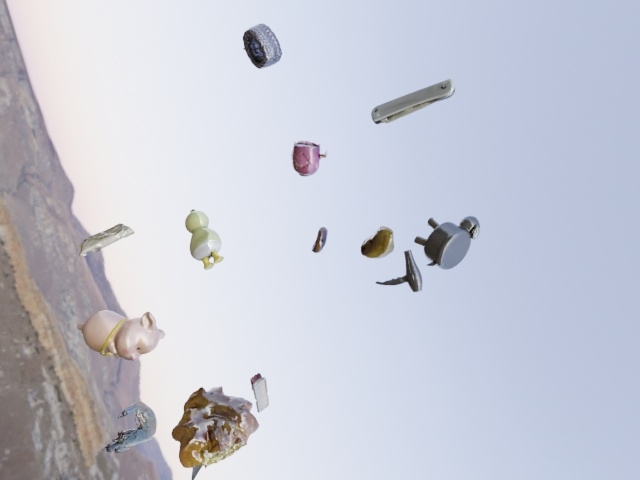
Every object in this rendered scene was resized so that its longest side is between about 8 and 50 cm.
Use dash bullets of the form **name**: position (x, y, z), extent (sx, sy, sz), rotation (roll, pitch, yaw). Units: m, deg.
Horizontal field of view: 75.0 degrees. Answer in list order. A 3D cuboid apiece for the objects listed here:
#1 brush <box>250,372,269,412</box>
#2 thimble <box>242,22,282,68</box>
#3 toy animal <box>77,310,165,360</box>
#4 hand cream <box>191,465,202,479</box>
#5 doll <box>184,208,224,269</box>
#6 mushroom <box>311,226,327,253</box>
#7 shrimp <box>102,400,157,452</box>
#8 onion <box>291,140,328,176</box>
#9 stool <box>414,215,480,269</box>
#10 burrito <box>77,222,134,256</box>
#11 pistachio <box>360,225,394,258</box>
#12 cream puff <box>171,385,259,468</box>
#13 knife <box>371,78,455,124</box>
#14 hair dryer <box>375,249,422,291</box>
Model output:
- **brush**: position (-0.252, 0.631, 1.724), extent (0.050, 0.060, 0.321), rotation (45, -30, 29)
- **thimble**: position (-0.158, -0.521, 1.125), extent (0.104, 0.066, 0.095), rotation (53, -26, -4)
- **toy animal**: position (-0.635, 0.300, 1.316), extent (0.165, 0.248, 0.149), rotation (108, -13, -67)
- **hand cream**: position (-0.470, 0.807, 1.627), extent (0.275, 0.050, 0.079), rotation (-137, -127, -73)
- **doll**: position (-0.493, -0.018, 1.752), extent (0.141, 0.117, 0.296), rotation (-35, -125, 14)
- **mushroom**: position (0.000, 0.000, 1.812), extent (0.052, 0.123, 0.123), rotation (24, -41, -2)
- **shrimp**: position (-0.791, 0.780, 1.761), extent (0.075, 0.289, 0.178), rotation (-16, -102, 23)
- **onion**: position (-0.076, -0.433, 2.222), extent (0.207, 0.201, 0.200), rotation (-131, -143, -50)
- **stool**: position (0.444, -0.001, 1.456), extent (0.139, 0.228, 0.153), rotation (42, -33, 44)
- **burrito**: position (-0.892, -0.006, 1.727), extent (0.087, 0.226, 0.060), rotation (36, -31, 44)
- **pistachio**: position (0.242, 0.012, 1.678), extent (0.110, 0.100, 0.189), rotation (55, -45, 12)
- **cream puff**: position (-0.336, 0.583, 1.304), extent (0.241, 0.269, 0.154), rotation (26, -53, 14)
- **knife**: position (0.283, -0.424, 1.294), extent (0.266, 0.040, 0.073), rotation (-16, -123, 25)
- **hair dryer**: position (0.353, 0.160, 1.936), extent (0.219, 0.075, 0.195), rotation (-16, -95, 20)
